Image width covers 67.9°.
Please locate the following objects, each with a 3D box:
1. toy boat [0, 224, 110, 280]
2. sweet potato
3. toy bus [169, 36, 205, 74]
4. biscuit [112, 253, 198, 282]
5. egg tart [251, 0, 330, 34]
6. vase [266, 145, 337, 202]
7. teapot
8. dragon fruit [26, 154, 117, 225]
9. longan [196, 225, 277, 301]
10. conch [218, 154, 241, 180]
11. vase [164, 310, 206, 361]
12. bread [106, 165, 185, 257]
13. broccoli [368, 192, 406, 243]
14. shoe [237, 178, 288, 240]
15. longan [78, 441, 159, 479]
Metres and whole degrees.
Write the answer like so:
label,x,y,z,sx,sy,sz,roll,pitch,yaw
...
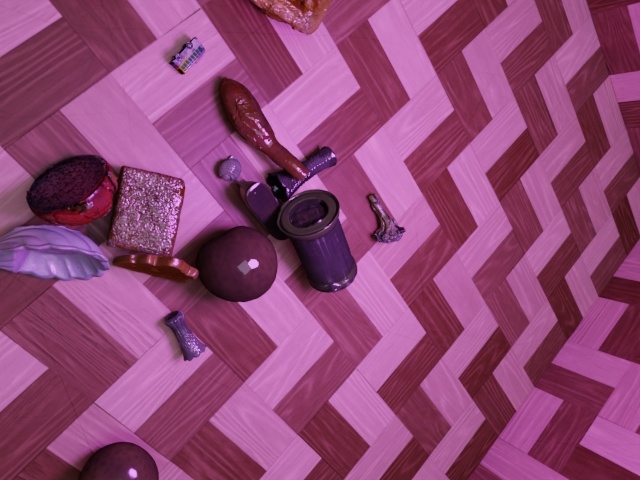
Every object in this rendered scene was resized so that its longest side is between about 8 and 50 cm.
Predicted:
label,x,y,z,sx,sy,sz,roll,pitch,yaw
toy boat,-0.698,0.029,1.221,0.290,0.199,0.100,4,59,-27
sweet potato,-0.187,-0.332,1.467,0.109,0.109,0.385,-41,101,-19
toy bus,-0.380,-0.531,1.370,0.058,0.052,0.102,44,77,-31
biscuit,-0.468,0.072,1.356,0.238,0.212,0.041,11,73,-7
egg tart,-0.118,-0.814,1.419,0.351,0.153,0.340,14,90,-31
vase,-0.055,-0.231,1.586,0.237,0.115,0.115,-36,114,-24
teapot,0.000,0.000,1.580,0.200,0.270,0.337,-18,135,4
dragon fruit,-0.618,-0.103,1.235,0.148,0.223,0.218,76,22,-47
longan,-0.254,0.070,1.454,0.248,0.248,0.248,-5,101,-30
conch,-0.276,-0.222,1.483,0.076,0.056,0.085,39,78,-42
vase,-0.423,0.291,1.470,0.081,0.081,0.149,-32,110,-22
bread,-0.492,-0.080,1.349,0.184,0.110,0.234,12,90,-28
broccoli,0.236,-0.082,1.791,0.122,0.118,0.204,-28,95,-12
shoe,-0.171,-0.101,1.544,0.103,0.098,0.275,-45,136,-10
longan,-0.582,0.688,1.376,0.220,0.196,0.197,8,94,-23
